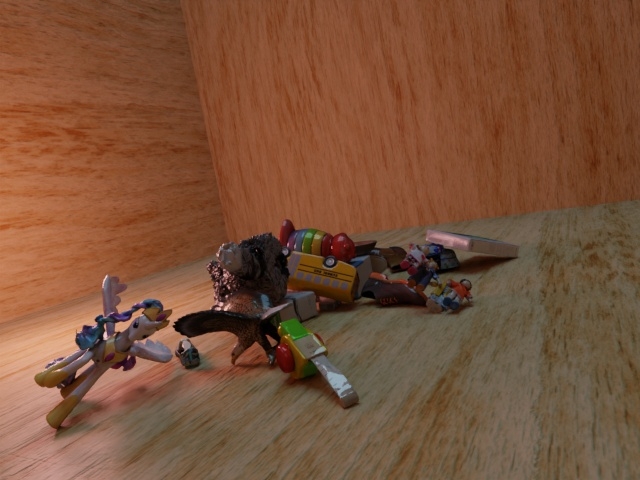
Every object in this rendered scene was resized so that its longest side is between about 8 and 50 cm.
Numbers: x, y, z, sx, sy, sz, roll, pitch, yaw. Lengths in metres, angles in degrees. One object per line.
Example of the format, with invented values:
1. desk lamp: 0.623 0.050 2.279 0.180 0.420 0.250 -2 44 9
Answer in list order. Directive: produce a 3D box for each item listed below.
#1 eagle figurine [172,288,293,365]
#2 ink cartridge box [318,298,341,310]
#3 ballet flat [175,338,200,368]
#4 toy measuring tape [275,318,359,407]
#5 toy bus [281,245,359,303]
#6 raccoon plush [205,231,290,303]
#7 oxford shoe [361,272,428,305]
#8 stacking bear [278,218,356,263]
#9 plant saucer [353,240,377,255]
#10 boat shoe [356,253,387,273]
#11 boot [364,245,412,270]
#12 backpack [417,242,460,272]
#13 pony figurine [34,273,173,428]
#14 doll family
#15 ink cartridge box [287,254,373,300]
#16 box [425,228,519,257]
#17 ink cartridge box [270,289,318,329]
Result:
1. eagle figurine: -0.220 0.230 1.343 0.298 0.226 0.225 29 65 17
2. ink cartridge box: 0.042 0.226 1.791 0.062 0.029 0.115 -7 6 21
3. ballet flat: -0.399 0.326 1.463 0.070 0.070 0.188 -13 7 -26
4. toy measuring tape: -0.016 0.296 1.121 0.121 0.122 0.330 -13 30 -27
5. toy bus: -0.028 0.122 1.767 0.332 0.130 0.108 11 -25 17
6. raccoon plush: -0.300 0.080 1.562 0.299 0.216 0.446 -13 -26 17
7. oxford shoe: 0.249 0.188 1.656 0.098 0.097 0.271 -50 31 -20
8. stacking bear: -0.004 0.026 1.904 0.288 0.164 0.175 3 -31 22
9. plant saucer: 0.095 0.044 2.127 0.310 0.050 0.310 -7 2 0
10. boat shoe: 0.125 0.126 2.169 0.334 0.112 0.095 -14 11 -1
11. boot: 0.307 0.108 2.293 0.263 0.096 0.280 -3 13 -7
12. backpack: 0.489 0.072 2.049 0.173 0.117 0.158 -8 7 -2
13. pony figurine: -0.547 0.277 1.289 0.363 0.303 0.351 -40 14 -14
14. doll family: 0.352 0.125 1.540 0.163 0.263 0.118 -35 -17 -46
15. ink cartridge box: 0.035 0.155 1.968 0.307 0.129 0.223 -8 7 23
16. box: 0.633 0.011 2.039 0.321 0.059 0.232 8 6 -35
17. ink cartridge box: -0.135 0.241 1.677 0.208 0.087 0.153 -16 8 -38
